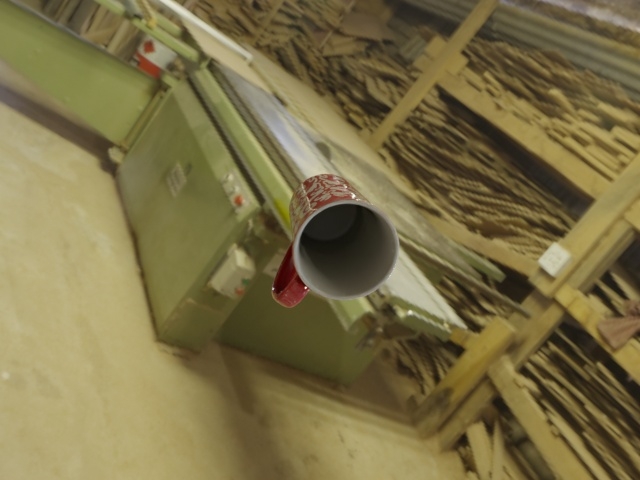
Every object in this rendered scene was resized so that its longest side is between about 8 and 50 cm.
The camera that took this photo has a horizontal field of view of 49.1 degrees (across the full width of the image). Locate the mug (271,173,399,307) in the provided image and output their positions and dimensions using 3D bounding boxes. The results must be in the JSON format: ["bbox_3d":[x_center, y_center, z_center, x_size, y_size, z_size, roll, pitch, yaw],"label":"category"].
[{"bbox_3d":[-0.001,-0.009,0.811,0.169,0.150,0.113,-112,-178,-70],"label":"mug"}]
